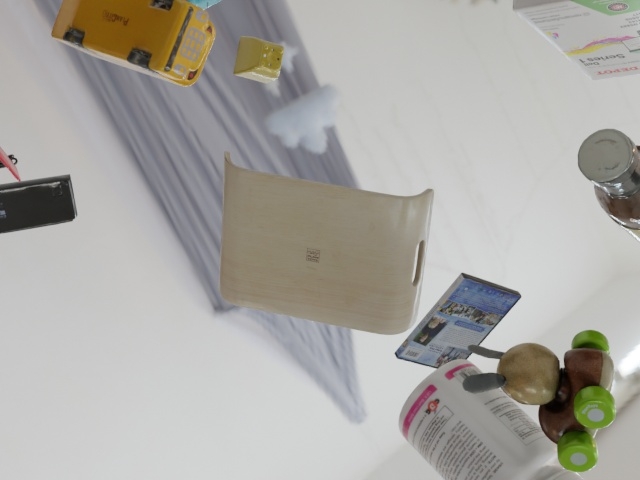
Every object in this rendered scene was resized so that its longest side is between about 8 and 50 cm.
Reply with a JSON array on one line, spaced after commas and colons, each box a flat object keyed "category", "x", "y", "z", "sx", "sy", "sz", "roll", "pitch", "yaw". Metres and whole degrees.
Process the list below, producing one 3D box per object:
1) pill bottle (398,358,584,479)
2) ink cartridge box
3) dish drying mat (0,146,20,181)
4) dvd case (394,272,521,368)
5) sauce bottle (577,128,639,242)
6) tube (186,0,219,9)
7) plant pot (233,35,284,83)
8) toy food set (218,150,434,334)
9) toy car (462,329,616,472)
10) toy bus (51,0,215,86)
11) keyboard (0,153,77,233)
[{"category": "pill bottle", "x": 0.263, "y": 0.326, "z": 1.604, "sx": 0.160, "sy": 0.283, "sz": 0.160, "roll": -29, "pitch": 143, "yaw": -24}, {"category": "ink cartridge box", "x": 0.461, "y": -0.365, "z": 1.673, "sx": 0.201, "sy": 0.117, "sz": 0.278, "roll": -2, "pitch": 162, "yaw": 41}, {"category": "dish drying mat", "x": -0.478, "y": -0.121, "z": 1.622, "sx": 0.008, "sy": 0.032, "sz": 0.083, "roll": -25, "pitch": 153, "yaw": -4}, {"category": "dvd case", "x": 0.301, "y": 0.185, "z": 2.333, "sx": 0.180, "sy": 0.022, "sz": 0.253, "roll": 18, "pitch": 121, "yaw": -35}, {"category": "sauce bottle", "x": 0.434, "y": -0.063, "z": 1.424, "sx": 0.111, "sy": 0.111, "sz": 0.344, "roll": -24, "pitch": 153, "yaw": 24}, {"category": "tube", "x": -0.208, "y": -0.437, "z": 1.569, "sx": 0.052, "sy": 0.207, "sz": 0.080, "roll": -2, "pitch": -149, "yaw": 46}, {"category": "plant pot", "x": -0.116, "y": -0.366, "z": 2.153, "sx": 0.081, "sy": 0.081, "sz": 0.083, "roll": 11, "pitch": 180, "yaw": -30}, {"category": "toy food set", "x": 0.000, "y": 0.000, "z": 1.531, "sx": 0.306, "sy": 0.219, "sz": 0.092, "roll": 10, "pitch": -152, "yaw": 9}, {"category": "toy car", "x": 0.281, "y": 0.194, "z": 1.412, "sx": 0.188, "sy": 0.149, "sz": 0.155, "roll": 13, "pitch": -149, "yaw": 4}, {"category": "toy bus", "x": -0.268, "y": -0.304, "z": 1.551, "sx": 0.333, "sy": 0.108, "sz": 0.130, "roll": 24, "pitch": -178, "yaw": 44}, {"category": "keyboard", "x": -0.622, "y": -0.084, "z": 1.981, "sx": 0.317, "sy": 0.033, "sz": 0.201, "roll": -10, "pitch": 139, "yaw": -13}]
